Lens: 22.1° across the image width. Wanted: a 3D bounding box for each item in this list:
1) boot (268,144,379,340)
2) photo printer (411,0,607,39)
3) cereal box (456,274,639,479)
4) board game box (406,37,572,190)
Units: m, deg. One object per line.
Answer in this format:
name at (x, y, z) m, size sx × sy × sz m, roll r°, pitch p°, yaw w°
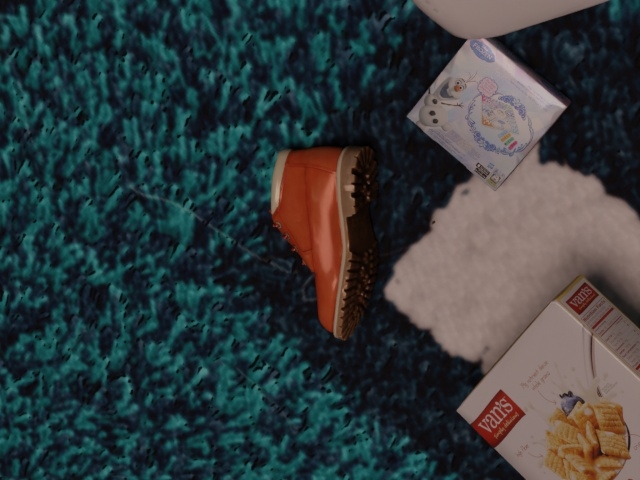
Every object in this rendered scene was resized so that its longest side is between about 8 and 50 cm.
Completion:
boot at (0.000, 0.000, 1.309) m, size 0.084 × 0.059 × 0.158 m, roll 5°, pitch 103°, yaw 23°
photo printer at (0.151, -0.270, 1.069) m, size 0.307 × 0.107 × 0.256 m, roll -15°, pitch 129°, yaw 26°
cereal box at (0.232, 0.161, 1.235) m, size 0.240 × 0.047 × 0.173 m, roll 43°, pitch 139°, yaw 10°
board game box at (0.126, -0.099, 1.237) m, size 0.090 × 0.020 × 0.090 m, roll 41°, pitch 120°, yaw 3°
